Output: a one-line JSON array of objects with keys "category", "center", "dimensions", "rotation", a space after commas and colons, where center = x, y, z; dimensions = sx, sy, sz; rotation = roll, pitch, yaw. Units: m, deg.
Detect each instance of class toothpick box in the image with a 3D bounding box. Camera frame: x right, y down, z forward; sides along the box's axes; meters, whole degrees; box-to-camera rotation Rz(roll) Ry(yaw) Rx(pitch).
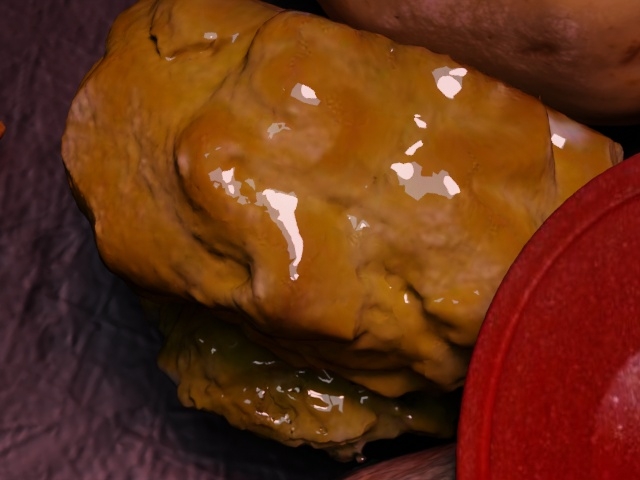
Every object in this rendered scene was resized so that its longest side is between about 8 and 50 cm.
[{"category": "toothpick box", "center": [0.239, 0.091, 0.502], "dimensions": [0.333, 0.204, 0.204], "rotation": [10, 60, -36]}]

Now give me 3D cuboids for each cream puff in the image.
[{"category": "cream puff", "center": [0.002, 0.001, 0.616], "dimensions": [0.281, 0.282, 0.185], "rotation": [20, 89, 8]}]

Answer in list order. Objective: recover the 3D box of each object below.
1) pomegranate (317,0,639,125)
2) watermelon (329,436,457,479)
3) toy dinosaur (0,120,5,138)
[{"category": "pomegranate", "center": [0.124, -0.225, 0.669], "dimensions": [0.332, 0.332, 0.333], "rotation": [0, 66, -1]}, {"category": "watermelon", "center": [0.074, 0.195, 0.547], "dimensions": [0.302, 0.151, 0.264], "rotation": [-2, 62, -42]}, {"category": "toy dinosaur", "center": [-0.286, 0.073, 0.645], "dimensions": [0.208, 0.097, 0.432], "rotation": [32, 65, 28]}]
